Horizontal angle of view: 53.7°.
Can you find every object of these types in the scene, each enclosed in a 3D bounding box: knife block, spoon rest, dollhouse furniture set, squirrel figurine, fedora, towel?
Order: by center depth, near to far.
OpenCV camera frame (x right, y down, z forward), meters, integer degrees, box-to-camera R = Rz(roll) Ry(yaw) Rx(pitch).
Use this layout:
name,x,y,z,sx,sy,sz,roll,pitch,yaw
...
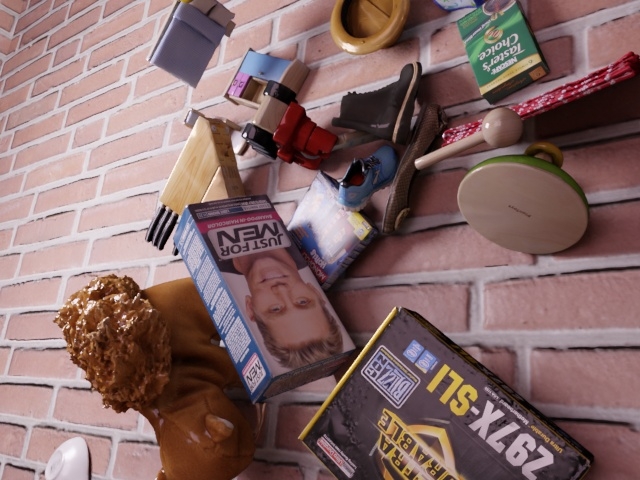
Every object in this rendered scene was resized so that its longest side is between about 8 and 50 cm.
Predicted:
name,x,y,z,sx,sy,sz,roll,pitch,yaw
towel,0.328,-0.203,0.927,0.275,0.199,0.031,-20,93,32
squirrel figurine,-0.276,0.243,1.089,0.281,0.397,0.370,-41,42,14
fedora,0.111,-0.450,1.281,0.194,0.079,0.194,-11,70,33
dollhouse furniture set,-0.231,-0.365,1.378,0.198,0.303,0.286,28,90,44
knife block,-0.298,-0.111,1.402,0.242,0.088,0.275,-14,91,19
spoon rest,-0.569,0.572,1.423,0.137,0.084,0.276,-43,37,16

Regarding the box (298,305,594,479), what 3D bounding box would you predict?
name,x,y,z,sx,sy,sz,roll,pitch,yaw
box,0.161,0.288,0.876,0.322,0.079,0.257,40,97,29

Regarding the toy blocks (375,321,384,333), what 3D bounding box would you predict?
name,x,y,z,sx,sy,sz,roll,pitch,yaw
toy blocks,0.144,0.203,0.987,0.148,0.054,0.123,17,83,43

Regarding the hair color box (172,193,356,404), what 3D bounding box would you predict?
name,x,y,z,sx,sy,sz,roll,pitch,yaw
hair color box,-0.104,0.087,1.099,0.347,0.174,0.105,59,139,24

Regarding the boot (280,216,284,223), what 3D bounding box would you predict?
name,x,y,z,sx,sy,sz,roll,pitch,yaw
boot,-0.153,0.045,1.296,0.152,0.073,0.197,-13,51,34

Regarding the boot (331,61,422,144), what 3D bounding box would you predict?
name,x,y,z,sx,sy,sz,roll,pitch,yaw
boot,0.106,-0.266,1.143,0.137,0.077,0.198,13,50,5

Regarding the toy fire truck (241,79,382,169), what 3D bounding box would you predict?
name,x,y,z,sx,sy,sz,roll,pitch,yaw
toy fire truck,0.000,-0.203,1.223,0.246,0.217,0.158,28,90,1

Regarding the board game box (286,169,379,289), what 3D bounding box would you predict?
name,x,y,z,sx,sy,sz,roll,pitch,yaw
board game box,0.000,0.000,1.192,0.194,0.060,0.194,-50,48,14

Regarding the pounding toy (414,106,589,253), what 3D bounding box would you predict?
name,x,y,z,sx,sy,sz,roll,pitch,yaw
pounding toy,0.284,-0.096,0.911,0.183,0.237,0.110,-24,30,53

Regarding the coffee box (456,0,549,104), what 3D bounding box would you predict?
name,x,y,z,sx,sy,sz,roll,pitch,yaw
coffee box,0.311,-0.336,1.090,0.113,0.040,0.184,-26,57,29

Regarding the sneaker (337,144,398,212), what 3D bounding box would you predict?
name,x,y,z,sx,sy,sz,roll,pitch,yaw
sneaker,0.088,-0.123,1.131,0.063,0.073,0.162,22,55,28

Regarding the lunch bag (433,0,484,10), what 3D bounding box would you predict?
name,x,y,z,sx,sy,sz,roll,pitch,yaw
lunch bag,0.228,-0.497,1.169,0.096,0.129,0.151,-51,50,13

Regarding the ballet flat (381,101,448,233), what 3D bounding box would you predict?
name,x,y,z,sx,sy,sz,roll,pitch,yaw
ballet flat,0.166,-0.124,1.107,0.058,0.084,0.249,20,81,6
